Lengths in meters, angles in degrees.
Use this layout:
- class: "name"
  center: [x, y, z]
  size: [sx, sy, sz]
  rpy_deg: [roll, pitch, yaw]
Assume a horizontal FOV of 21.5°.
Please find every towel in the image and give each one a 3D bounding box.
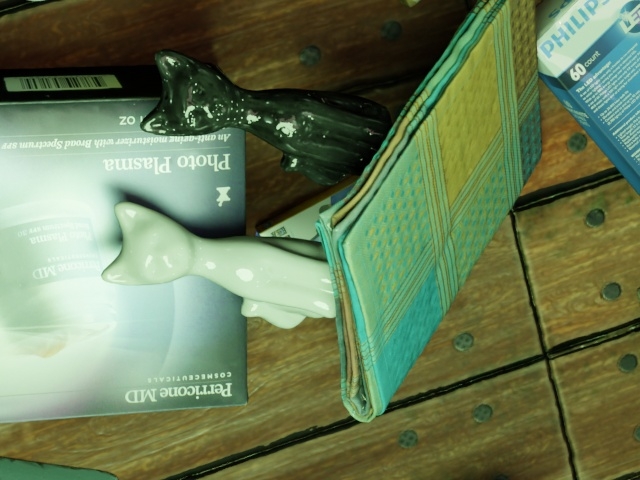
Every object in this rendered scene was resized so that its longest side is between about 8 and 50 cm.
- class: "towel"
  center: [0.108, -0.047, 1.506]
  size: [0.370, 0.040, 0.271]
  rpy_deg: [-55, 152, -33]

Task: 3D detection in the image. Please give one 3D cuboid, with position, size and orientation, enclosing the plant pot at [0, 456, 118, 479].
- class: "plant pot"
  center: [-0.315, 0.357, 1.559]
  size: [0.248, 0.252, 0.247]
  rpy_deg: [11, 101, -16]

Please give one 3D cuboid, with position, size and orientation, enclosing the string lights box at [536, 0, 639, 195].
- class: "string lights box"
  center: [0.321, -0.149, 1.670]
  size: [0.133, 0.077, 0.259]
  rpy_deg: [-43, 109, 0]

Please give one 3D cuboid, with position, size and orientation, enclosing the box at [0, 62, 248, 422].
- class: "box"
  center: [-0.221, 0.000, 1.528]
  size: [0.296, 0.183, 0.294]
  rpy_deg: [-4, 106, -12]

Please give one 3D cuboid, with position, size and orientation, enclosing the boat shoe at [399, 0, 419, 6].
- class: "boat shoe"
  center: [0.067, -0.305, 1.583]
  size: [0.059, 0.063, 0.170]
  rpy_deg: [-32, 118, -6]

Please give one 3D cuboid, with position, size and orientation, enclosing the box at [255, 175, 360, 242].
- class: "box"
  center: [0.000, 0.000, 1.660]
  size: [0.136, 0.028, 0.081]
  rpy_deg: [-29, 109, -6]

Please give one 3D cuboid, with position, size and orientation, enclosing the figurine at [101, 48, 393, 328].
- class: "figurine"
  center: [-0.070, -0.040, 1.422]
  size: [0.209, 0.092, 0.214]
  rpy_deg: [14, 96, -27]

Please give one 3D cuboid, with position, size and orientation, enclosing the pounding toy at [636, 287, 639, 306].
- class: "pounding toy"
  center: [0.402, 0.078, 1.748]
  size: [0.130, 0.100, 0.141]
  rpy_deg: [-13, 105, 5]
